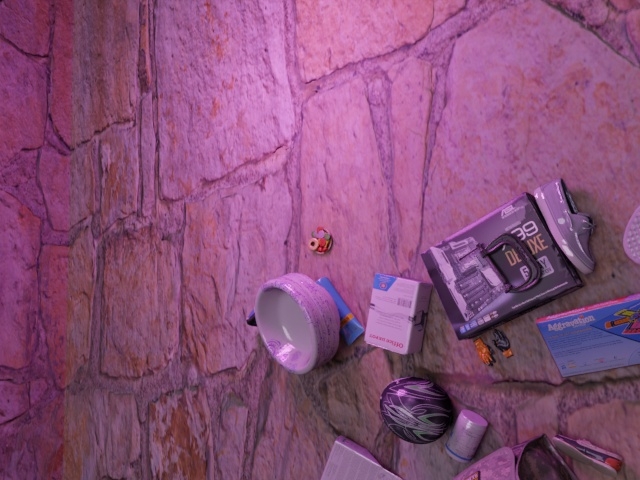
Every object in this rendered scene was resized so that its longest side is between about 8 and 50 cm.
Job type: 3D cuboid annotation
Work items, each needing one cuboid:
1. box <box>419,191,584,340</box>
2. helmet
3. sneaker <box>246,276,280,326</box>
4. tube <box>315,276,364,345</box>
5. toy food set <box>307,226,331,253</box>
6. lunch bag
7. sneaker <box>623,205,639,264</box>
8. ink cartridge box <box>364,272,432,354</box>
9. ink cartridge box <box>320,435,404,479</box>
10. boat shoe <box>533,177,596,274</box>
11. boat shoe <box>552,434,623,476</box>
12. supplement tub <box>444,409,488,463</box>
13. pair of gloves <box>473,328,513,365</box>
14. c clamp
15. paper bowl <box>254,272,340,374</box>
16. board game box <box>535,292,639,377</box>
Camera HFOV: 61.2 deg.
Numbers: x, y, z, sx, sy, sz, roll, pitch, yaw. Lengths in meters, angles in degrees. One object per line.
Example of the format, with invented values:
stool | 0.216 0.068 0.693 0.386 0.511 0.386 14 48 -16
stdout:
box | 0.421 0.067 1.292 0.307 0.076 0.242 -34 65 31
helmet | 0.236 0.422 1.344 0.169 0.161 0.169 -5 82 38
sneaker | -0.166 0.204 1.755 0.211 0.080 0.081 -43 45 22
tube | 0.052 0.203 1.595 0.207 0.052 0.080 55 130 23
toy food set | 0.000 0.000 1.671 0.083 0.020 0.083 25 100 38
lunch bag | 0.379 0.547 1.138 0.235 0.287 0.169 -47 59 26
sneaker | 0.729 -0.083 1.047 0.126 0.127 0.321 53 141 36
ink cartridge box | 0.207 0.193 1.446 0.139 0.082 0.191 10 93 39
ink cartridge box | 0.115 0.677 1.498 0.224 0.056 0.181 23 99 19
boat shoe | 0.556 -0.038 1.195 0.081 0.079 0.228 -37 61 35
boat shoe | 0.568 0.450 1.155 0.137 0.049 0.043 19 55 41
supplement tub | 0.351 0.473 1.306 0.071 0.071 0.107 28 102 37
pair of gloves | 0.419 0.261 1.314 0.083 0.010 0.074 -37 63 29
c clamp | 0.417 0.057 1.237 0.137 0.022 0.161 -46 57 20
paper bowl | -0.054 0.233 1.576 0.284 0.148 0.284 20 118 43
board game box | 0.613 0.193 1.119 0.281 0.027 0.145 -23 100 34
